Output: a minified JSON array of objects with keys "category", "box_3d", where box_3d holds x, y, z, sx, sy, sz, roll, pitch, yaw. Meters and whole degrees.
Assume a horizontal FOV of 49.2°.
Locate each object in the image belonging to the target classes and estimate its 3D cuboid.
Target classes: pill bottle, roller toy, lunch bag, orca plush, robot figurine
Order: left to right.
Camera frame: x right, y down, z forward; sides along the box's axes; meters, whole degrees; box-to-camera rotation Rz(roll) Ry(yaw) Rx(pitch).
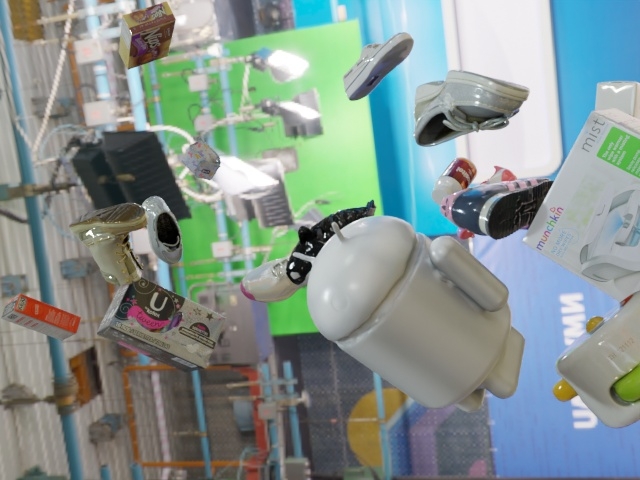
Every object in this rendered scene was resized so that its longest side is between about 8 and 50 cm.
[{"category":"lunch bag","box_3d":[-0.278,-0.186,1.645,0.083,0.071,0.053,43,-130,-4]},{"category":"orca plush","box_3d":[0.000,0.000,1.599,0.102,0.287,0.151,23,-129,-35]},{"category":"robot figurine","box_3d":[0.126,0.101,1.001,0.353,0.300,0.200,37,-136,-12]},{"category":"pill bottle","box_3d":[0.383,-0.166,2.012,0.152,0.086,0.086,-49,-41,-34]},{"category":"roller toy","box_3d":[0.466,0.177,1.075,0.146,0.191,0.209,49,155,16]}]

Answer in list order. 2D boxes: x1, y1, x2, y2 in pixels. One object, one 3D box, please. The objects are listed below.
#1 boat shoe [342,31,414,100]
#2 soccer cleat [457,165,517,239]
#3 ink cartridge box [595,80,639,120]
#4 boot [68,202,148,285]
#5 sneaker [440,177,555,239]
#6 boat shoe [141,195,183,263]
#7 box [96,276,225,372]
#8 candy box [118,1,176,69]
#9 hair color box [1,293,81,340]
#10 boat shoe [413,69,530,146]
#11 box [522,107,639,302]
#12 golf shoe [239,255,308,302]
[{"category":"boat shoe","box_3d":[0.134,-0.459,1.785,0.095,0.258,0.084,-11,-108,-42]},{"category":"soccer cleat","box_3d":[0.474,-0.109,2.042,0.095,0.248,0.083,41,180,32]},{"category":"ink cartridge box","box_3d":[0.726,-0.295,1.680,0.218,0.092,0.159,-11,-75,-55]},{"category":"boot","box_3d":[-0.412,0.013,1.463,0.077,0.213,0.165,-51,-54,-46]},{"category":"sneaker","box_3d":[0.359,-0.076,1.365,0.319,0.131,0.112,-6,-71,-48]},{"category":"boat shoe","box_3d":[-0.390,-0.008,1.766,0.081,0.079,0.227,45,156,37]},{"category":"box","box_3d":[-0.380,0.202,1.680,0.247,0.163,0.142,28,-115,-20]},{"category":"candy box","box_3d":[-0.399,-0.468,1.607,0.053,0.109,0.186,64,158,1]},{"category":"hair color box","box_3d":[-0.599,0.166,1.505,0.141,0.072,0.043,30,-128,-35]},{"category":"boat shoe","box_3d":[0.226,-0.203,1.113,0.320,0.118,0.103,-155,76,-74]},{"category":"box","box_3d":[0.515,-0.058,1.182,0.127,0.231,0.262,-18,-43,-50]},{"category":"golf shoe","box_3d":[-0.058,0.064,1.764,0.115,0.306,0.140,57,147,30]}]
